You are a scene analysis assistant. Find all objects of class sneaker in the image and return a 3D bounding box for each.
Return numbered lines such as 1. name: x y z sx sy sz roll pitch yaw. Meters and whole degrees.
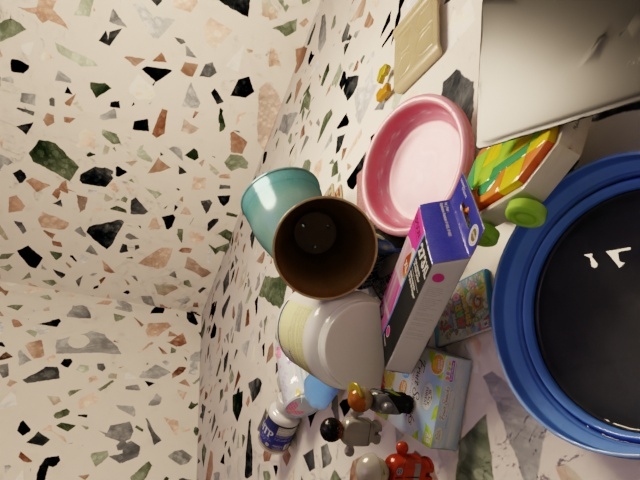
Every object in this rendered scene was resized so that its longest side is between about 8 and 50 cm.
1. sneaker: 0.133 0.053 1.283 0.330 0.130 0.147 148 117 -65

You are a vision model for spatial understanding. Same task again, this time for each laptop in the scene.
1. laptop: 0.439 -0.358 0.684 0.236 0.408 0.382 61 160 -10

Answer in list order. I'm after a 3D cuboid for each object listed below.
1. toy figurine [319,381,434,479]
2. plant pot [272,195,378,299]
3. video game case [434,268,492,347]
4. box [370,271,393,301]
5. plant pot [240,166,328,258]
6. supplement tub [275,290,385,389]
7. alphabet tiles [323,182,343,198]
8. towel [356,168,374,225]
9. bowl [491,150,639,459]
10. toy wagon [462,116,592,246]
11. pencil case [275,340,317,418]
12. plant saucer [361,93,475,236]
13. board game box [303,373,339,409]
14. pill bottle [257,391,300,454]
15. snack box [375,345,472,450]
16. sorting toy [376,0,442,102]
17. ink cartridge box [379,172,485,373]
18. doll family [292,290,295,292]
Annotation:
1. toy figurine: 0.090 0.399 0.921 0.209 0.148 0.213 -100 30 -42
2. plant pot: 0.000 0.000 1.192 0.254 0.238 0.236 -121 47 -80
3. video game case: 0.283 0.139 0.965 0.166 0.015 0.119 136 142 -54
4. box: 0.170 0.119 1.197 0.018 0.067 0.083 64 178 -30
5. plant pot: -0.092 -0.049 1.525 0.271 0.272 0.255 -58 42 39
6. supplement tub: 0.039 0.236 1.211 0.325 0.236 0.235 178 105 -68
7. alphabet tiles: 0.018 -0.029 1.734 0.285 0.011 0.342 126 149 -45
8. towel: 0.197 -0.186 1.354 0.329 0.037 0.236 -45 35 50
9. bowl: 0.395 0.080 0.639 0.391 0.077 0.390 -166 90 -69
10. toy wagon: 0.323 -0.119 0.834 0.267 0.068 0.344 -63 6 -20
11. pencil case: -0.075 0.427 1.546 0.124 0.114 0.273 -57 28 29
12. plant saucer: 0.230 -0.167 1.121 0.332 0.084 0.331 -21 64 52
13. board game box: 0.024 0.409 1.398 0.168 0.033 0.133 -53 37 -1
14. pill bottle: -0.127 0.592 1.577 0.112 0.112 0.186 -123 51 -62
15. snack box: 0.205 0.303 0.984 0.207 0.070 0.174 -4 73 66
16. sorting toy: 0.260 -0.553 1.424 0.307 0.041 0.228 144 131 -59
17. ink cartridge box: 0.192 0.067 0.900 0.175 0.069 0.370 -86 10 -52
18. doll family: -0.048 0.203 1.650 0.163 0.119 0.262 118 170 -57
